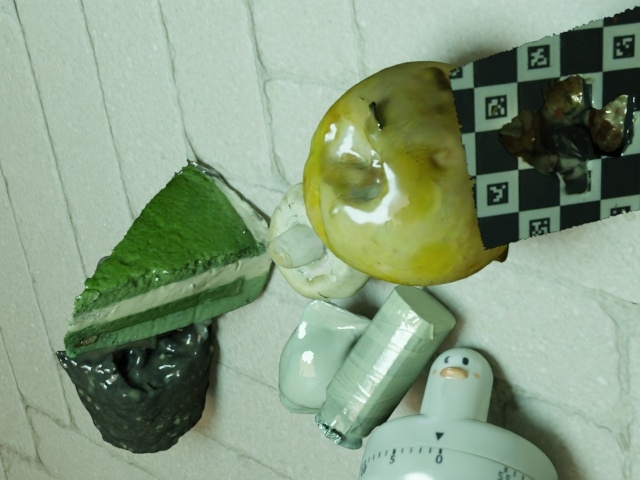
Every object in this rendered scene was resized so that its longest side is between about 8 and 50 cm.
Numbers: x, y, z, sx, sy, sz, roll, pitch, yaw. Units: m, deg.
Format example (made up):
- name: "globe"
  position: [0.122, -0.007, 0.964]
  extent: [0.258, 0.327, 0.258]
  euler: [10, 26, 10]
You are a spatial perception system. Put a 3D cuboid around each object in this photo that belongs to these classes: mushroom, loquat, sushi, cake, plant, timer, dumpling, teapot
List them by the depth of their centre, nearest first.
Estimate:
- name: "sushi"
  position: [0.222, -0.103, 1.169]
  extent: [0.040, 0.210, 0.192]
  euler: [-123, 18, -66]
- name: "loquat"
  position: [0.103, -0.061, 1.280]
  extent: [0.244, 0.244, 0.243]
  euler: [28, 134, 33]
- name: "timer"
  position: [0.161, 0.269, 1.509]
  extent: [0.234, 0.240, 0.233]
  euler: [12, 148, 7]
- name: "mushroom"
  position: [0.000, 0.000, 1.527]
  extent: [0.154, 0.123, 0.154]
  euler: [23, 123, 42]
- name: "teapot"
  position: [0.079, 0.152, 1.534]
  extent: [0.077, 0.107, 0.200]
  euler: [45, 113, 30]
- name: "dumpling"
  position: [0.025, 0.157, 1.632]
  extent: [0.151, 0.124, 0.229]
  euler: [15, 142, -5]
- name: "cake"
  position: [-0.184, 0.059, 1.661]
  extent: [0.172, 0.283, 0.158]
  euler: [27, 137, 11]
- name: "plant"
  position: [-0.264, 0.164, 1.886]
  extent: [0.199, 0.188, 0.276]
  euler: [27, 134, 33]
